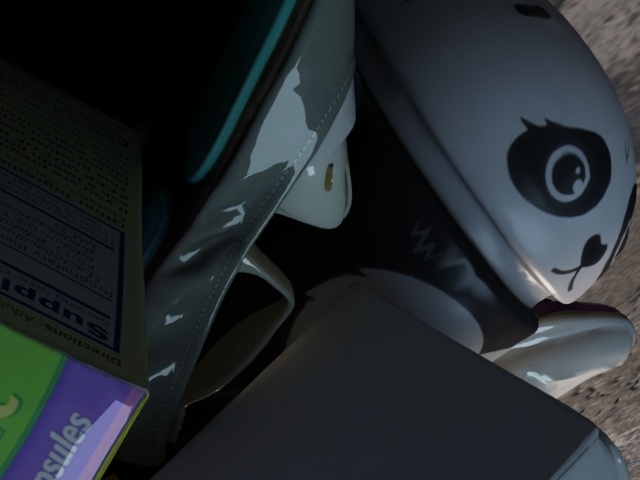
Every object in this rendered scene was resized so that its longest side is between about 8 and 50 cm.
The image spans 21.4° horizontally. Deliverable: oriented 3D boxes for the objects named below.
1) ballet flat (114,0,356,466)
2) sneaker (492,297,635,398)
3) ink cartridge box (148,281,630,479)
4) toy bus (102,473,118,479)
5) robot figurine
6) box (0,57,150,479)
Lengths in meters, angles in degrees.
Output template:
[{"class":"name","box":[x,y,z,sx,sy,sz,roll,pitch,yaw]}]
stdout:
[{"class":"ballet flat","box":[-0.028,-0.010,0.580,0.068,0.072,0.213,26,112,-18]},{"class":"sneaker","box":[0.068,0.132,1.081,0.305,0.152,0.114,-21,-178,-11]},{"class":"ink cartridge box","box":[-0.022,0.203,0.612,0.307,0.129,0.223,-43,139,-18]},{"class":"toy bus","box":[-0.082,0.086,0.879,0.191,0.202,0.104,-21,125,-6]},{"class":"robot figurine","box":[0.000,0.001,0.722,0.278,0.173,0.209,-34,-168,10]},{"class":"box","box":[-0.151,0.059,0.501,0.213,0.117,0.243,-59,-166,12]}]
